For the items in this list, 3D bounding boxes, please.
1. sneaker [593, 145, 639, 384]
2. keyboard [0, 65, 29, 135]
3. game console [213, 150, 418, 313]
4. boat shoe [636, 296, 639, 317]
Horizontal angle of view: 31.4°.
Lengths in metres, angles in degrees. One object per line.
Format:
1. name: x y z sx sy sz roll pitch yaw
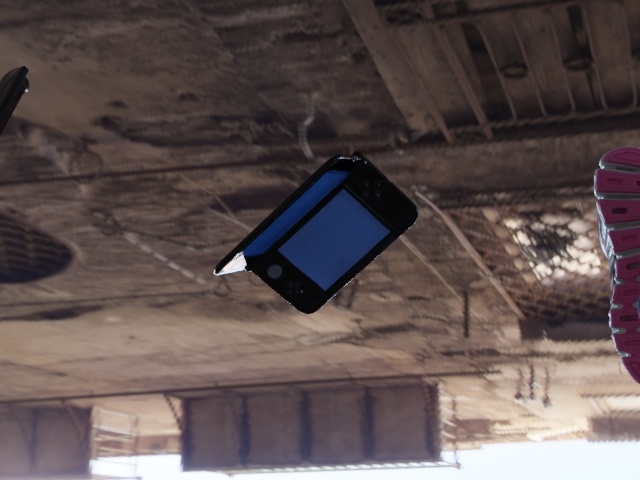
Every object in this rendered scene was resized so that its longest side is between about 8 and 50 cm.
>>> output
1. sneaker: 0.233 0.020 0.808 0.063 0.075 0.170 -12 -98 18
2. keyboard: -0.134 0.013 0.305 0.038 0.192 0.100 35 -68 -18
3. game console: 0.000 0.000 0.813 0.122 0.107 0.071 -42 -156 14
4. boat shoe: 0.152 0.010 0.111 0.254 0.095 0.079 7 -75 49
